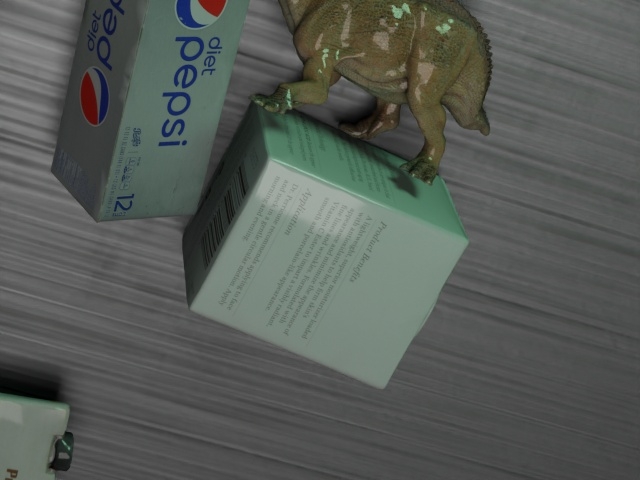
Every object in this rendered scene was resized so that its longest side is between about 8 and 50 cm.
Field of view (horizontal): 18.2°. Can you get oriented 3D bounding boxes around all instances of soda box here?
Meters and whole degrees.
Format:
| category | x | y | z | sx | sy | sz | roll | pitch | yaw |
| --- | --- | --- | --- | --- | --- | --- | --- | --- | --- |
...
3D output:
| category | x | y | z | sx | sy | sz | roll | pitch | yaw |
| --- | --- | --- | --- | --- | --- | --- | --- | --- | --- |
| soda box | -0.127 | -0.159 | 1.570 | 0.098 | 0.091 | 0.286 | -5 | 123 | -36 |

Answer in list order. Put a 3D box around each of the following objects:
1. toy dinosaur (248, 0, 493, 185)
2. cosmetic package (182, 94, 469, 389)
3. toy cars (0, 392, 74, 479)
| category | x | y | z | sx | sy | sz | roll | pitch | yaw |
| --- | --- | --- | --- | --- | --- | --- | --- | --- | --- |
| toy dinosaur | 0.055 | -0.174 | 1.603 | 0.295 | 0.127 | 0.200 | 24 | 99 | -23 |
| cosmetic package | 0.000 | 0.000 | 1.650 | 0.183 | 0.151 | 0.151 | 24 | 109 | -16 |
| toy cars | -0.232 | 0.296 | 1.793 | 0.176 | 0.087 | 0.394 | -28 | 111 | 0 |
